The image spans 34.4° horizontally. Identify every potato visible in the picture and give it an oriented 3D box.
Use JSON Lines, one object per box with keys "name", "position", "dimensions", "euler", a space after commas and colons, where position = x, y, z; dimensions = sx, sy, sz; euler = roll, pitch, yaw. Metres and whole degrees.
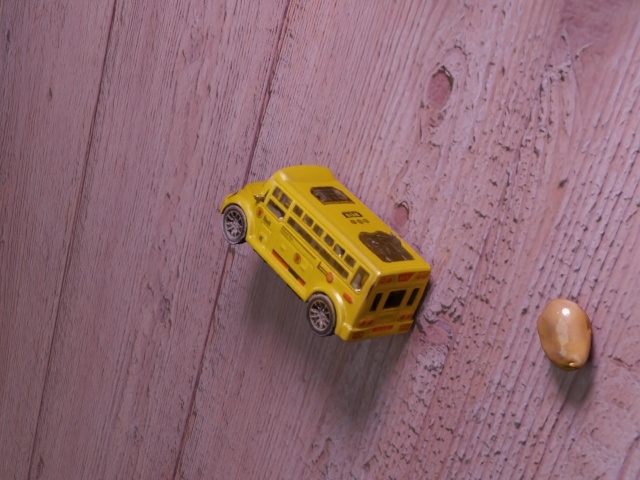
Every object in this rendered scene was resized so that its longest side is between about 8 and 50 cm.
{"name": "potato", "position": [0.289, 0.112, 1.222], "dimensions": [0.068, 0.062, 0.083], "euler": [108, 172, -61]}

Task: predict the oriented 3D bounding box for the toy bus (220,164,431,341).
{"name": "toy bus", "position": [0.000, 0.000, 1.477], "dimensions": [0.330, 0.144, 0.152], "euler": [44, 124, 35]}
